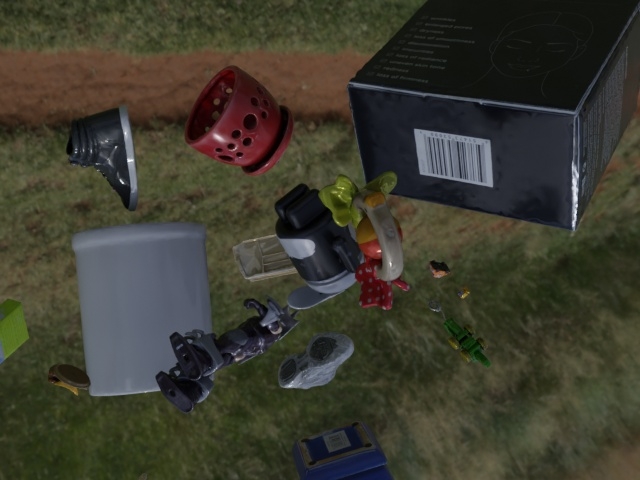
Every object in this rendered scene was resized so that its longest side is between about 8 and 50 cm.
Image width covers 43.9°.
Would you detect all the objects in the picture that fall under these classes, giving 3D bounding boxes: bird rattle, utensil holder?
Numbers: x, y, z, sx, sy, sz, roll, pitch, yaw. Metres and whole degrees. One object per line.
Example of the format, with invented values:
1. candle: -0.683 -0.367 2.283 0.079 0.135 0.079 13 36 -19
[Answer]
1. bird rattle: 0.090 0.001 1.398 0.143 0.253 0.207 -9 180 -8
2. utensil holder: -0.422 0.165 1.938 0.328 0.385 0.327 -7 175 -1

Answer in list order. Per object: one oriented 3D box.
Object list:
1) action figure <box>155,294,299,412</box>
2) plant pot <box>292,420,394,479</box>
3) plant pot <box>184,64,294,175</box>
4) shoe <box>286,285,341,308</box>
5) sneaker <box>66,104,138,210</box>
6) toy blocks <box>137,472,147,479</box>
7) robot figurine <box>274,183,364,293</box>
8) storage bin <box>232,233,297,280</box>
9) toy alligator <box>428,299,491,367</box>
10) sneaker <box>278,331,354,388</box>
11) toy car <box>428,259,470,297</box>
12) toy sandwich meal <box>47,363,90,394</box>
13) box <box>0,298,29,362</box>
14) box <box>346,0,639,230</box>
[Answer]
1. action figure: -0.145 0.169 1.310 0.185 0.099 0.285 -50 167 28
2. plant pot: 0.059 0.576 1.903 0.236 0.212 0.236 -16 -168 -6
3. plant pot: -0.164 -0.244 1.667 0.174 0.191 0.191 28 123 -32
4. shoe: -0.014 0.154 2.262 0.178 0.063 0.081 -19 172 -14
5. sneaker: -0.494 -0.178 1.807 0.147 0.104 0.295 -8 138 -11
6. toy blocks: -0.328 0.551 1.615 0.148 0.054 0.123 35 116 -13
7. robot figurine: 0.001 -0.002 1.913 0.174 0.209 0.278 -19 122 17
8. storage bin: -0.136 0.049 2.556 0.261 0.123 0.262 -12 176 -2
9. toy alligator: 0.302 0.207 1.727 0.056 0.189 0.051 -37 156 -10
10. sneaker: 0.008 0.293 1.918 0.115 0.090 0.232 24 136 -38
11. toy car: 0.321 0.104 2.031 0.060 0.122 0.040 -5 139 -42
12. toy sandwich meal: -0.489 0.270 1.544 0.086 0.086 0.029 18 105 -55
13. box: -0.731 0.225 1.772 0.178 0.042 0.109 -54 153 -51
14. box: 0.389 -0.311 1.714 0.471 0.480 0.297 -52 143 -36
